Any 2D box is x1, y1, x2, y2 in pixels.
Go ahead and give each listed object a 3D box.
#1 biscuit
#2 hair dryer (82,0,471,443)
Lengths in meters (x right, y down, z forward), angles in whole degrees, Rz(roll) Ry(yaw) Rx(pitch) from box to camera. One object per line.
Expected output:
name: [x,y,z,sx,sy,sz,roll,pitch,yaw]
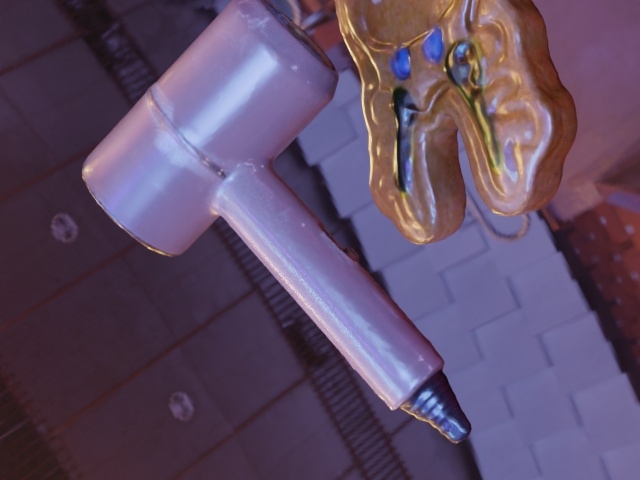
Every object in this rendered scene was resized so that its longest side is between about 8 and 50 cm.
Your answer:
biscuit: [0.075,-0.168,0.732,0.047,0.202,0.333,-6,-94,-33]
hair dryer: [0.000,0.000,0.755,0.344,0.189,0.107,48,-168,11]
